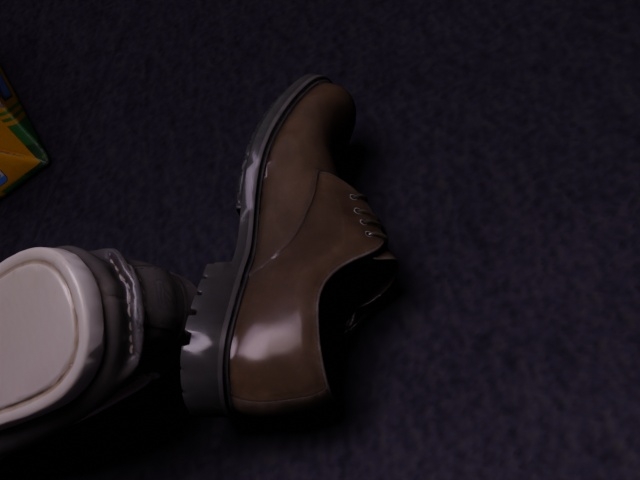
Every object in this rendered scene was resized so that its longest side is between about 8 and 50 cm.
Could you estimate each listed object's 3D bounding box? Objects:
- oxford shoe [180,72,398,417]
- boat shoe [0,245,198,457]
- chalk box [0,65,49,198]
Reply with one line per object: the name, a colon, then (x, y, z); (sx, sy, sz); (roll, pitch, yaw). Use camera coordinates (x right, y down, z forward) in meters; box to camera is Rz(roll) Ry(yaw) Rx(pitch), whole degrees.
oxford shoe: (0.000, 0.000, 0.653); (0.096, 0.083, 0.227); (2, 53, 14)
boat shoe: (-0.201, 0.085, 0.685); (0.335, 0.095, 0.112); (-21, 74, 37)
chalk box: (-0.361, -0.130, 0.931); (0.180, 0.179, 0.289); (-37, 40, 0)
